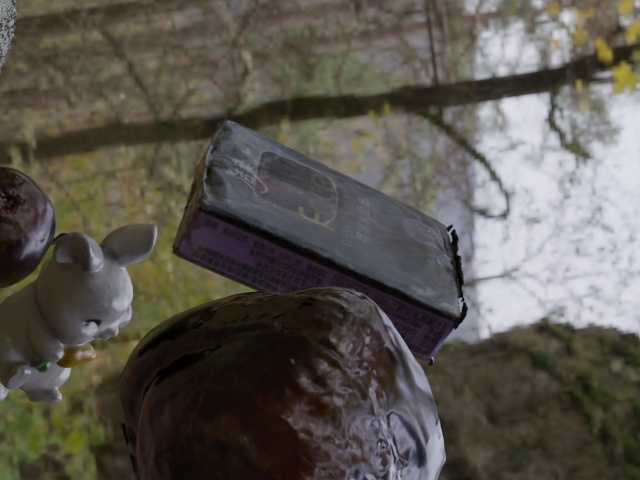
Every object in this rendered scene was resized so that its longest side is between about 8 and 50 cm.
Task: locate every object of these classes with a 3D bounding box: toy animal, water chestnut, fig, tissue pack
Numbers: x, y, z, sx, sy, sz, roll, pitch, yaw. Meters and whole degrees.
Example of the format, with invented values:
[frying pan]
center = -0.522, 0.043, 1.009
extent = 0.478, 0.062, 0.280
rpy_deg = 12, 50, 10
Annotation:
[toy animal]
center = -0.364, 0.093, 1.858
extent = 0.154, 0.208, 0.325
rpy_deg = 46, -56, 29
[water chestnut]
center = -0.026, 0.167, 1.039
extent = 0.289, 0.244, 0.289
rpy_deg = 169, -90, -76
[fig]
center = -0.312, 0.000, 1.230
extent = 0.103, 0.109, 0.155
rpy_deg = 49, -37, 0
[tissue pack]
center = 0.000, 0.000, 1.673
extent = 0.122, 0.361, 0.259
rpy_deg = -60, -169, 25

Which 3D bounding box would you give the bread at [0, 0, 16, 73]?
[bread]
center = -0.375, -0.135, 1.325
extent = 0.267, 0.040, 0.267
rpy_deg = -62, -172, 14
